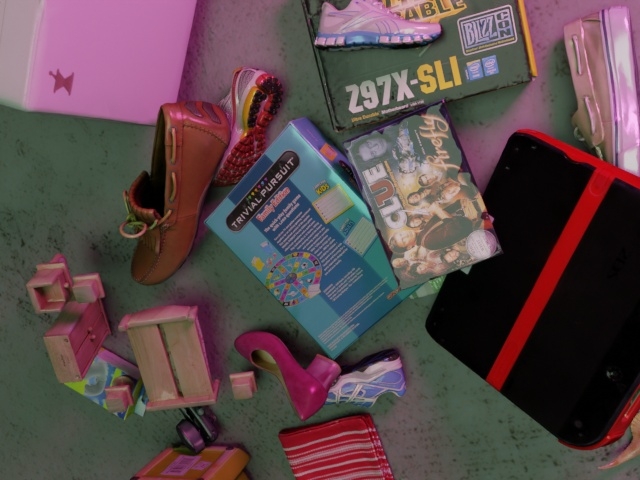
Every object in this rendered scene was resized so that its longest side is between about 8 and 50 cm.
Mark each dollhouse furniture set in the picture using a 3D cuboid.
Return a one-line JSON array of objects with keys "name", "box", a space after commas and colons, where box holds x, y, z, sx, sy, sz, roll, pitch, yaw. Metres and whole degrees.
[{"name": "dollhouse furniture set", "box": [-0.314, 0.148, 1.183, 0.355, 0.174, 0.304, -6, 116, 2]}]

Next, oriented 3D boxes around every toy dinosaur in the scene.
[{"name": "toy dinosaur", "box": [0.551, 0.331, 1.025, 0.092, 0.053, 0.183, 40, 104, 20]}]

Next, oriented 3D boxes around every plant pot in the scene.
[{"name": "plant pot", "box": [-0.255, 0.529, 1.211, 0.227, 0.228, 0.207, -3, 96, 18]}]

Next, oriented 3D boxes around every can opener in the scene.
[{"name": "can opener", "box": [-0.269, 0.332, 1.252, 0.059, 0.073, 0.186, -34, 83, 29]}]

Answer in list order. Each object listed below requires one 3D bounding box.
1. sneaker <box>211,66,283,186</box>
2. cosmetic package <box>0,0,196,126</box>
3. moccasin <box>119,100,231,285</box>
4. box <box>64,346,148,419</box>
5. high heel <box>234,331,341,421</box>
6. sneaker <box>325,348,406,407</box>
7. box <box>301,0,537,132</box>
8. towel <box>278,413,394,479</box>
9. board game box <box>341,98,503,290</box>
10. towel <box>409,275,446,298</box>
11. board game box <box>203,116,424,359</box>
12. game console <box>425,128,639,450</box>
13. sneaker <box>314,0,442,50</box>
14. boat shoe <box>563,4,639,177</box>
[{"name": "sneaker", "box": [-0.143, -0.194, 1.084, 0.092, 0.088, 0.225, 38, 114, 29]}, {"name": "cosmetic package", "box": [-0.446, -0.382, 0.950, 0.393, 0.327, 0.330, 18, 101, 18]}, {"name": "moccasin", "box": [-0.276, -0.068, 1.073, 0.380, 0.146, 0.139, -57, 47, 39]}, {"name": "box", "box": [-0.441, 0.294, 1.300, 0.178, 0.042, 0.109, 26, 109, 9]}, {"name": "high heel", "box": [-0.087, 0.242, 1.116, 0.244, 0.117, 0.082, 15, 137, 31]}, {"name": "sneaker", "box": [0.056, 0.271, 1.129, 0.211, 0.080, 0.081, -23, 93, 21]}, {"name": "box", "box": [0.146, -0.331, 0.961, 0.321, 0.079, 0.257, -11, 102, 18]}, {"name": "towel", "box": [0.046, 0.474, 1.209, 0.198, 0.031, 0.275, -18, 98, 20]}, {"name": "board game box", "box": [0.152, -0.066, 0.939, 0.165, 0.042, 0.244, -22, 92, 11]}, {"name": "towel", "box": [0.206, 0.028, 1.062, 0.151, 0.023, 0.113, -20, 99, 17]}, {"name": "board game box", "box": [0.000, 0.000, 1.066, 0.336, 0.079, 0.254, 47, 117, 2]}, {"name": "game console", "box": [0.349, 0.073, 0.913, 0.342, 0.060, 0.387, 39, 119, 39]}, {"name": "sneaker", "box": [0.083, -0.322, 0.906, 0.190, 0.071, 0.083, 5, 99, 15]}, {"name": "boat shoe", "box": [0.420, -0.184, 0.914, 0.094, 0.109, 0.303, -5, 93, 33]}]
